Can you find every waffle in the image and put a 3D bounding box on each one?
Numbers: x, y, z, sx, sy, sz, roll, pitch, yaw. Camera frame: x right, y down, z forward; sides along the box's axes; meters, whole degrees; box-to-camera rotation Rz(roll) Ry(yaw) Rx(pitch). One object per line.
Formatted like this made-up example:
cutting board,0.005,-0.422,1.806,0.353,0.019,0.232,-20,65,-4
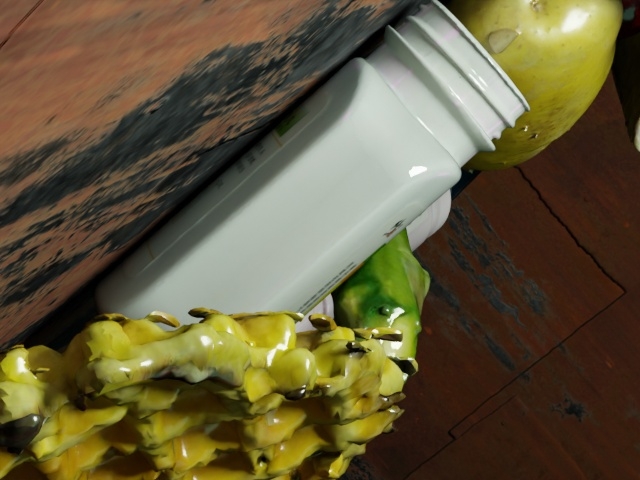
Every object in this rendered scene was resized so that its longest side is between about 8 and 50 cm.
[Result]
waffle,-0.136,0.150,1.185,0.380,0.095,0.382,8,145,-46

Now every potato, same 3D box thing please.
potato,0.155,-0.144,1.473,0.173,0.140,0.300,-33,170,-12

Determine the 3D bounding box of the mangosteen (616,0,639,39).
mangosteen,0.255,-0.245,1.606,0.140,0.140,0.140,-41,177,-2

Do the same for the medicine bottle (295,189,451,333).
medicine bottle,0.000,0.000,1.674,0.250,0.133,0.133,-41,177,-34

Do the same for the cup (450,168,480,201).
cup,0.120,-0.116,2.004,0.138,0.150,0.113,-41,144,-39

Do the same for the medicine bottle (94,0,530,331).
medicine bottle,-0.005,-0.029,1.290,0.324,0.124,0.179,-43,-179,3

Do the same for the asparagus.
asparagus,0.035,0.008,1.408,0.085,0.082,0.343,-33,-148,17

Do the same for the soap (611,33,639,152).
soap,0.392,-0.247,1.673,0.293,0.156,0.335,-55,-164,26
